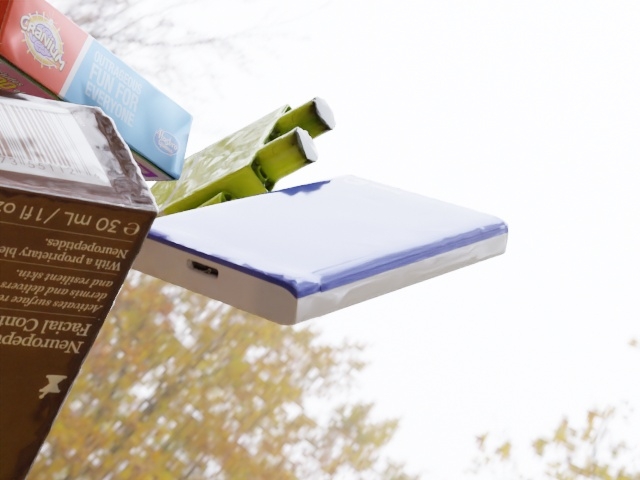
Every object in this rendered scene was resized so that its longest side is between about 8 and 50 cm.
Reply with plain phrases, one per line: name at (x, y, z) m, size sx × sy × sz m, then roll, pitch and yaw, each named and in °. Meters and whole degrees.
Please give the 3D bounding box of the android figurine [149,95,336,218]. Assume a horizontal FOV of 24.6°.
android figurine at (-0.110, -0.065, 1.634) m, size 0.273 × 0.248 × 0.056 m, roll -28°, pitch -72°, yaw 25°

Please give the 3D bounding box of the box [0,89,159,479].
box at (-0.289, 0.078, 1.049) m, size 0.381 × 0.191 × 0.143 m, roll -60°, pitch -138°, yaw 26°

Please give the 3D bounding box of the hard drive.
hard drive at (0.000, 0.000, 1.355) m, size 0.210 × 0.319 × 0.040 m, roll 18°, pitch -69°, yaw 36°

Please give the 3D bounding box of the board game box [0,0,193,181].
board game box at (-0.305, -0.120, 1.242) m, size 0.317 × 0.064 × 0.242 m, roll 0°, pitch -22°, yaw 30°
